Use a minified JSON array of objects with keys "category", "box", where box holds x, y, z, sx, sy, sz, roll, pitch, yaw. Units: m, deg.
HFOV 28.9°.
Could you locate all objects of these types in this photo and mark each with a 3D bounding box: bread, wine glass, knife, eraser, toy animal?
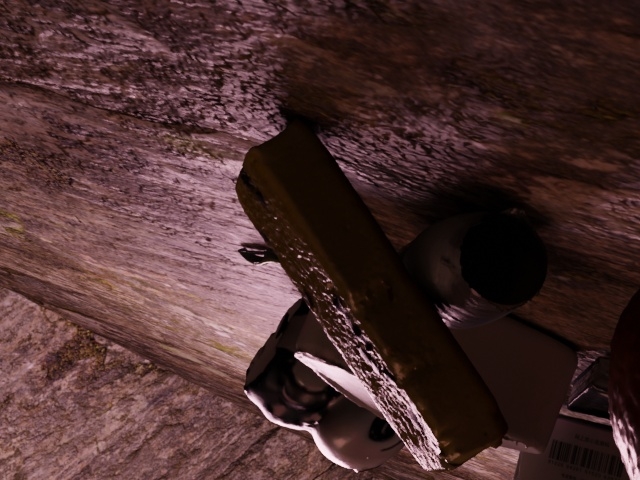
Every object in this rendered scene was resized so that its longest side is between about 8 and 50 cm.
[{"category":"bread","box":[0.045,0.062,1.194,0.361,0.077,0.138,56,163,6]},{"category":"wine glass","box":[0.139,0.030,1.204,0.111,0.111,0.204,26,164,-10]},{"category":"knife","box":[-0.057,0.025,1.673,0.184,0.022,0.026,5,131,53]},{"category":"eraser","box":[0.114,0.138,1.565,0.331,0.150,0.331,21,168,5]},{"category":"toy animal","box":[0.030,0.216,1.856,0.266,0.213,0.212,29,165,-1]}]

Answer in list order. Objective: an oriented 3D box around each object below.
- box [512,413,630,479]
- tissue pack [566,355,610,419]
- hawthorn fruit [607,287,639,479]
[{"category":"box","box":[0.419,0.306,1.632,0.200,0.106,0.299,10,175,42]},{"category":"tissue pack","box":[0.374,0.192,1.527,0.112,0.051,0.156,18,165,5]},{"category":"hawthorn fruit","box":[0.372,0.125,0.933,0.284,0.285,0.369,16,-174,28]}]
